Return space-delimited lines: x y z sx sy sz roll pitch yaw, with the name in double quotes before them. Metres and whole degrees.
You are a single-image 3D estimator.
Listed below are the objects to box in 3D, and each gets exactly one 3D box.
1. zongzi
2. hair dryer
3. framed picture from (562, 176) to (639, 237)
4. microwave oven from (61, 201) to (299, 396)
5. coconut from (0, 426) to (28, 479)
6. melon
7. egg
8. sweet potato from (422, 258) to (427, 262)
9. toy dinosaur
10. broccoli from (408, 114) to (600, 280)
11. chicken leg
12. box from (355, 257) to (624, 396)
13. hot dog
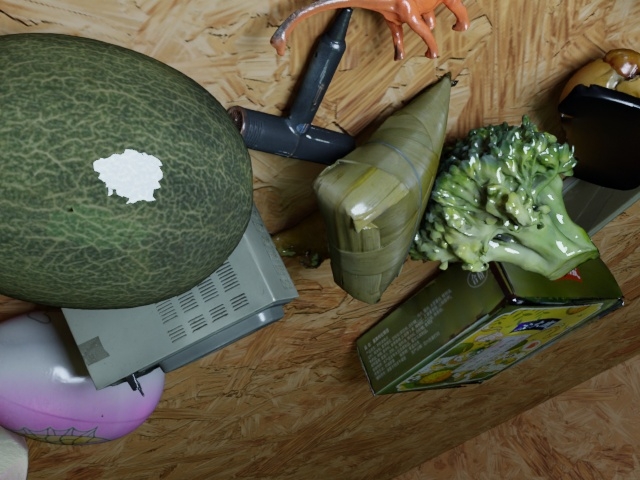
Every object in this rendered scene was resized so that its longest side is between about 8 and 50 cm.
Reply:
"zongzi" 0.097 -0.065 0.840 0.256 0.115 0.228 -52 155 -25
"hair dryer" 0.007 -0.169 0.735 0.173 0.050 0.195 6 136 -43
"framed picture" 0.511 -0.083 1.199 0.247 0.022 0.335 8 137 -40
"microwave oven" -0.173 0.060 0.806 0.241 0.193 0.145 -27 176 7
"coconut" -0.569 0.361 1.000 0.227 0.227 0.230 -34 140 19
"melon" -0.211 -0.060 0.572 0.302 0.237 0.237 9 137 -33
"egg" -0.351 0.185 0.909 0.271 0.196 0.196 25 127 -31
"sweet potato" 0.244 -0.005 1.134 0.153 0.038 0.041 -22 106 -5
"toy dinosaur" 0.085 -0.231 0.658 0.280 0.055 0.101 -31 126 -11
"broccoli" 0.248 -0.024 0.897 0.248 0.245 0.288 -46 161 9
"chicken leg" -0.001 -0.002 0.953 0.208 0.085 0.101 -15 160 4
"box" 0.340 0.171 1.342 0.373 0.138 0.420 5 143 -37
"hot dog" 0.402 -0.176 0.906 0.194 0.107 0.326 17 173 8
